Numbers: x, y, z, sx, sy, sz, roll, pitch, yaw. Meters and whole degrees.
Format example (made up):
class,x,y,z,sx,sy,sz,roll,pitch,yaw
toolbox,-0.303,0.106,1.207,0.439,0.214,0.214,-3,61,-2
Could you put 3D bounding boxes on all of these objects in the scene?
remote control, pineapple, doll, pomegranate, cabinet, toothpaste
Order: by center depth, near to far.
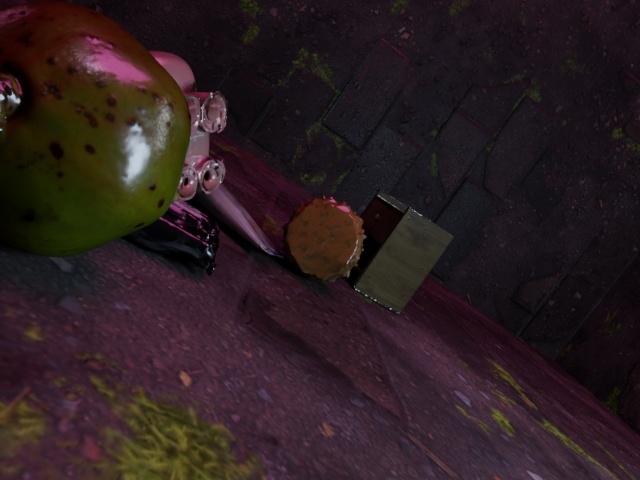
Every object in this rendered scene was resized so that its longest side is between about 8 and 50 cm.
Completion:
class,x,y,z,sx,sy,sz,roll,pitch,yaw
pomegranate,-0.187,-0.079,0.465,0.198,0.198,0.246,41,11,39
remote control,-0.283,-0.087,0.611,0.399,0.062,0.144,32,9,-21
doll,-0.299,-0.198,0.904,0.269,0.216,0.284,15,19,24
toothpaste,-0.186,-0.076,0.984,0.323,0.066,0.100,42,2,19
pineapple,0.000,0.000,1.076,0.158,0.157,0.279,35,-3,-1
cabinet,0.155,0.017,1.282,0.148,0.215,0.175,32,8,-25
